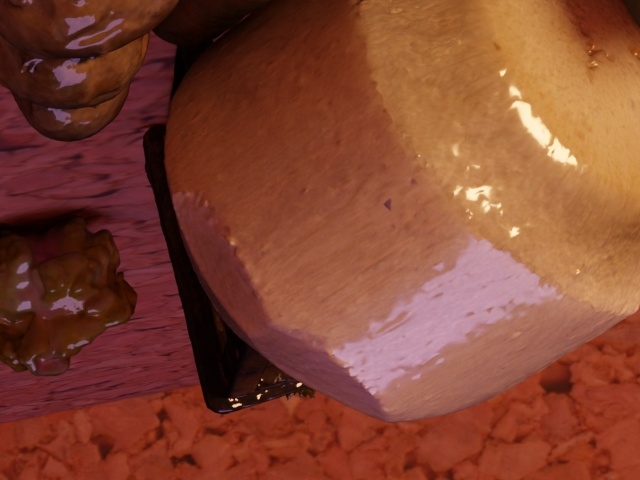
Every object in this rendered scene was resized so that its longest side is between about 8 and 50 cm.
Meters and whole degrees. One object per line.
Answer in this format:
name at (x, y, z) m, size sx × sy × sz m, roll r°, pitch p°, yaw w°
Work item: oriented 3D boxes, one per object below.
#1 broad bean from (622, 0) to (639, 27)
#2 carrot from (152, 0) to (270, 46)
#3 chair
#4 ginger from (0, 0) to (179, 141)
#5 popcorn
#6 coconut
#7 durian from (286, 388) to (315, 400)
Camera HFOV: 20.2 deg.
broad bean at (0.223, -0.144, 0.979) m, size 0.174 × 0.082 × 0.124 m, roll -12°, pitch 172°, yaw -2°
carrot at (-0.011, -0.143, 0.800) m, size 0.070 × 0.070 × 0.342 m, roll -6°, pitch 174°, yaw -24°
chair at (0.000, 0.000, 1.248) m, size 0.240 × 0.203 × 0.416 m, roll -12°, pitch 169°, yaw -17°
ginger at (-0.118, -0.103, 0.861) m, size 0.104 × 0.080 × 0.204 m, roll -13°, pitch 169°, yaw -19°
popcorn at (-0.228, 0.042, 1.487) m, size 0.145 × 0.126 × 0.126 m, roll -29°, pitch -168°, yaw 12°
coconut at (0.043, -0.030, 0.925) m, size 0.266 × 0.237 × 0.237 m, roll -28°, pitch 162°, yaw 33°
durian at (-0.034, 0.054, 1.652) m, size 0.146 × 0.159 × 0.198 m, roll 9°, pitch -166°, yaw -35°
